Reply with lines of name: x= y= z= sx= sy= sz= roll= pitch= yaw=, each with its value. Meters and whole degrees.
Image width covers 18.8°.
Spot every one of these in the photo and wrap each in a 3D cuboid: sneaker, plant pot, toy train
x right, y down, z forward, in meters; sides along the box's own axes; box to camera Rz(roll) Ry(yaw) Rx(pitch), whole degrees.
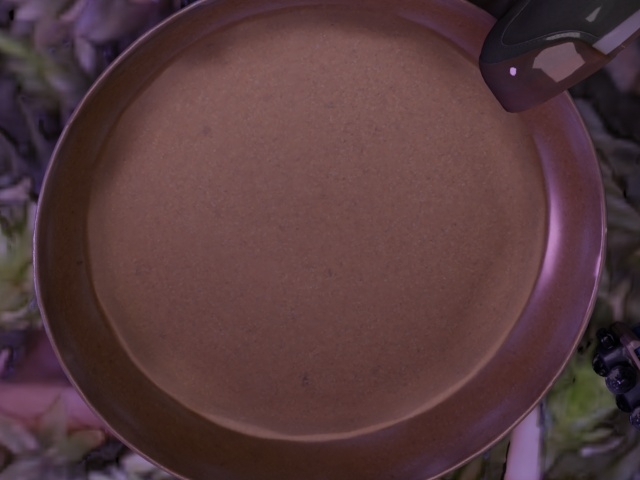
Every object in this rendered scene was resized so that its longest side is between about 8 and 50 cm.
sneaker: x=0.121 y=-0.140 z=0.739 sx=0.192 sy=0.064 sz=0.086 roll=-39 pitch=107 yaw=-7
plant pot: x=0.000 y=0.000 z=0.803 sx=0.236 sy=0.032 sz=0.236 roll=-3 pitch=111 yaw=-7
toy train: x=0.169 y=0.097 z=0.864 sx=0.036 sy=0.027 sz=0.158 roll=-34 pitch=112 yaw=3
